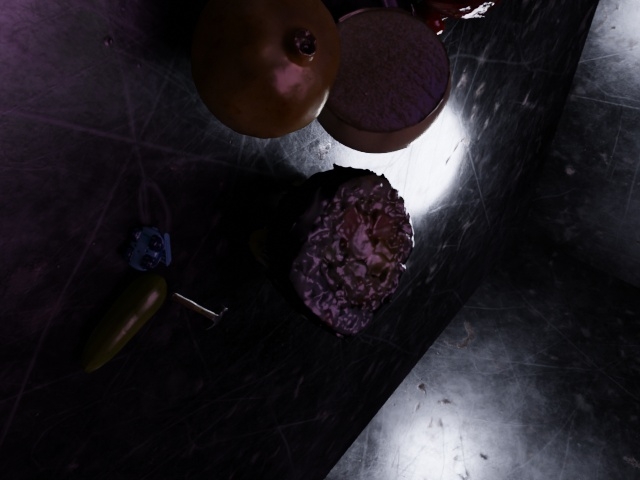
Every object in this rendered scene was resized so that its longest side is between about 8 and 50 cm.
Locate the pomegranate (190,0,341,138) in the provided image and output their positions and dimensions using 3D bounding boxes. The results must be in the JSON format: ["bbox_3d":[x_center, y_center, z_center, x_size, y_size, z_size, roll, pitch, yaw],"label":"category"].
[{"bbox_3d":[-0.084,-0.268,0.770,0.233,0.233,0.233,-39,145,-33],"label":"pomegranate"}]

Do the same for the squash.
[{"bbox_3d":[-0.338,0.140,0.893,0.201,0.066,0.066,-53,151,-6],"label":"squash"}]

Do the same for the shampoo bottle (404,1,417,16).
[{"bbox_3d":[0.116,-0.397,1.090,0.236,0.067,0.068,-48,168,-10],"label":"shampoo bottle"}]

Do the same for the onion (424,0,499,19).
[{"bbox_3d":[0.300,-0.585,1.034,0.276,0.276,0.276,-39,145,-33],"label":"onion"}]

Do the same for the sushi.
[{"bbox_3d":[0.000,0.000,1.114,0.328,0.285,0.328,34,82,-40],"label":"sushi"}]

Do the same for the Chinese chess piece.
[{"bbox_3d":[0.109,-0.298,0.979,0.270,0.270,0.112,-54,171,-9],"label":"Chinese chess piece"}]

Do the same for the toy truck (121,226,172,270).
[{"bbox_3d":[-0.283,0.016,0.883,0.073,0.056,0.090,-66,164,0],"label":"toy truck"}]

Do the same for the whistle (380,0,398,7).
[{"bbox_3d":[0.144,-0.499,1.092,0.033,0.033,0.176,-57,151,-4],"label":"whistle"}]

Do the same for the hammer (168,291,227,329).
[{"bbox_3d":[-0.258,0.141,1.077,0.062,0.017,0.182,-56,150,-7],"label":"hammer"}]

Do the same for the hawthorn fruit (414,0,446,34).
[{"bbox_3d":[0.251,-0.506,1.198,0.093,0.093,0.093,-39,145,-33],"label":"hawthorn fruit"}]
